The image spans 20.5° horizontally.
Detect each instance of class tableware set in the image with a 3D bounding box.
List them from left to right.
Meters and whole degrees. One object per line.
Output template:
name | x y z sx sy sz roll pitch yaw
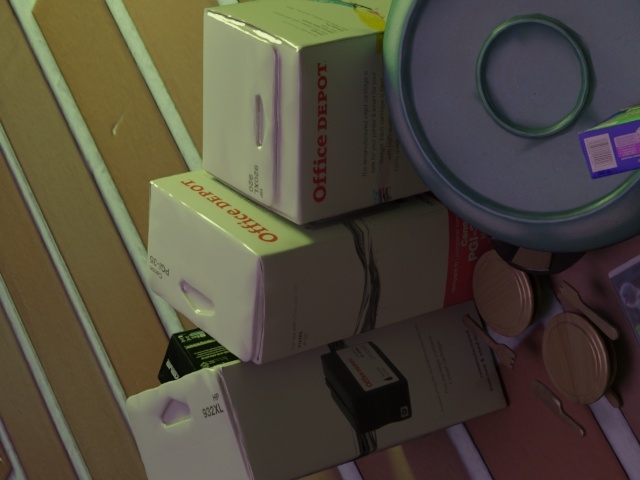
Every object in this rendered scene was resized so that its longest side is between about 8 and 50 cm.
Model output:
tableware set | 0.215 0.076 1.664 0.194 0.039 0.128 45 135 39

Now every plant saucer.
plant saucer | 0.186 -0.140 1.498 0.317 0.044 0.317 7 106 27

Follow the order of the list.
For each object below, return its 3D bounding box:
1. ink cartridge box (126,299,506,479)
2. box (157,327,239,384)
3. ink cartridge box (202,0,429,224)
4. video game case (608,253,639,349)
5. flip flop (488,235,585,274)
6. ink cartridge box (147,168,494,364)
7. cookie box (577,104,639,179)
ink cartridge box | -0.007 0.166 1.783 0.223 0.307 0.129 -26 80 57
box | -0.066 0.161 1.989 0.147 0.180 0.077 52 139 30
ink cartridge box | 0.026 -0.140 1.686 0.168 0.233 0.171 28 124 49
video game case | 0.336 0.072 1.495 0.190 0.022 0.173 -38 70 55
flip flop | 0.208 -0.103 1.567 0.112 0.080 0.277 7 106 28
ink cartridge box | 0.000 0.000 1.732 0.207 0.283 0.117 32 128 47
cookie box | 0.263 -0.085 1.380 0.092 0.107 0.040 -13 96 30
